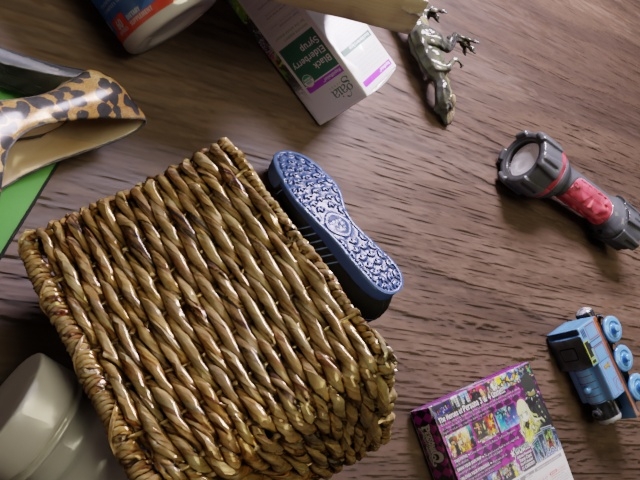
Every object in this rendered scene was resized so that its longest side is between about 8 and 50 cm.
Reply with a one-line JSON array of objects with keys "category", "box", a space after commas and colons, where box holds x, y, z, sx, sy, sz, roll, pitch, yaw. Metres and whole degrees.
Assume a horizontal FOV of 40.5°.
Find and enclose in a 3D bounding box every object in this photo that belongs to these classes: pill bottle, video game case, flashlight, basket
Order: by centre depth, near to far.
[{"category": "pill bottle", "box": [-0.175, 0.199, 0.743, 0.229, 0.131, 0.131, 40, 50, -23]}, {"category": "basket", "box": [-0.101, 0.099, 0.783, 0.223, 0.213, 0.299, -29, 60, -17]}, {"category": "pill bottle", "box": [-0.221, -0.326, 0.940, 0.221, 0.124, 0.124, 55, 46, -7]}, {"category": "video game case", "box": [0.235, 0.288, 1.135, 0.232, 0.042, 0.210, -13, 81, -44]}, {"category": "flashlight", "box": [0.422, -0.070, 1.424, 0.304, 0.103, 0.103, 29, 81, -31]}]

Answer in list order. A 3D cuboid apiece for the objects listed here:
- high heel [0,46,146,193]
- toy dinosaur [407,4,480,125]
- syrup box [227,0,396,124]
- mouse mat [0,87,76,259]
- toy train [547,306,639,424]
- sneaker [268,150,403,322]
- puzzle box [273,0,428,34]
[{"category": "high heel", "box": [-0.250, -0.068, 0.807, 0.186, 0.093, 0.261, 16, 52, -30]}, {"category": "toy dinosaur", "box": [0.168, -0.314, 1.331, 0.118, 0.064, 0.268, -27, 87, -38]}, {"category": "syrup box", "box": [-0.018, -0.278, 1.121, 0.237, 0.093, 0.096, 53, 45, -11]}, {"category": "mouse mat", "box": [-0.330, -0.084, 0.818, 0.153, 0.007, 0.189, 38, 49, -24]}, {"category": "toy train", "box": [0.425, 0.196, 1.326, 0.105, 0.080, 0.184, -24, 91, -36]}, {"category": "sneaker", "box": [0.000, 0.000, 1.034, 0.081, 0.090, 0.232, -15, 61, -43]}, {"category": "puzzle box", "box": [-0.055, -0.419, 1.056, 0.272, 0.052, 0.408, 4, 47, -33]}]
